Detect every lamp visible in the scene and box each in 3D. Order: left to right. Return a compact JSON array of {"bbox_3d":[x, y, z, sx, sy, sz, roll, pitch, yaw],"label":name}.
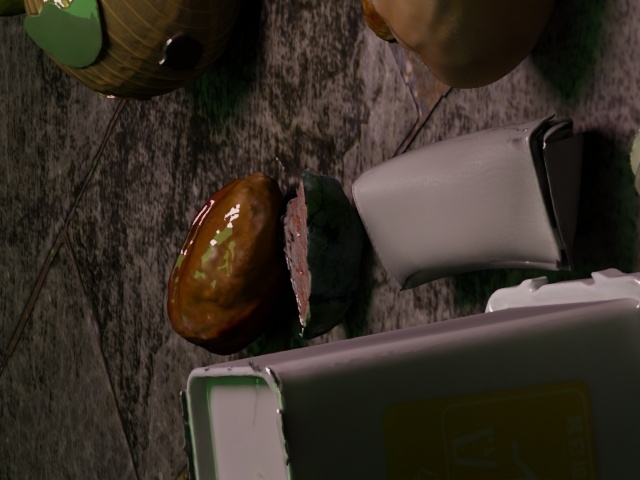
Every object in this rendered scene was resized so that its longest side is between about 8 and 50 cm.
[{"bbox_3d":[-0.191,-0.290,2.104,0.284,0.250,0.250,-31,66,44],"label":"lamp"}]

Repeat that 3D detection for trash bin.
[{"bbox_3d":[0.089,0.164,1.475,0.296,0.367,0.256,-6,90,64],"label":"trash bin"}]

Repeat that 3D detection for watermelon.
[{"bbox_3d":[0.000,0.000,1.960,0.139,0.071,0.187,-127,34,-61],"label":"watermelon"}]

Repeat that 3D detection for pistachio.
[{"bbox_3d":[0.110,-0.272,1.580,0.162,0.181,0.293,-9,-83,-79],"label":"pistachio"}]

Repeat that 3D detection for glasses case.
[{"bbox_3d":[0.141,-0.030,1.658,0.308,0.083,0.128,-10,92,63],"label":"glasses case"}]

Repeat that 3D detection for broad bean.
[{"bbox_3d":[-0.091,0.029,2.078,0.122,0.156,0.228,31,126,7],"label":"broad bean"}]

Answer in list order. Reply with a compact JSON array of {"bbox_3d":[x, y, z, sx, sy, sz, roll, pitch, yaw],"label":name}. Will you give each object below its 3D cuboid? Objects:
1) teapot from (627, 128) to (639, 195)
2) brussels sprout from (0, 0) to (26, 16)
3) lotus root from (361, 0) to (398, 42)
[{"bbox_3d":[0.294,0.021,1.291,0.183,0.183,0.251,114,153,-44],"label":"teapot"},{"bbox_3d":[-0.402,-0.462,2.374,0.425,0.342,0.361,-21,111,27],"label":"brussels sprout"},{"bbox_3d":[0.077,-0.266,1.727,0.108,0.094,0.191,71,-168,-75],"label":"lotus root"}]
